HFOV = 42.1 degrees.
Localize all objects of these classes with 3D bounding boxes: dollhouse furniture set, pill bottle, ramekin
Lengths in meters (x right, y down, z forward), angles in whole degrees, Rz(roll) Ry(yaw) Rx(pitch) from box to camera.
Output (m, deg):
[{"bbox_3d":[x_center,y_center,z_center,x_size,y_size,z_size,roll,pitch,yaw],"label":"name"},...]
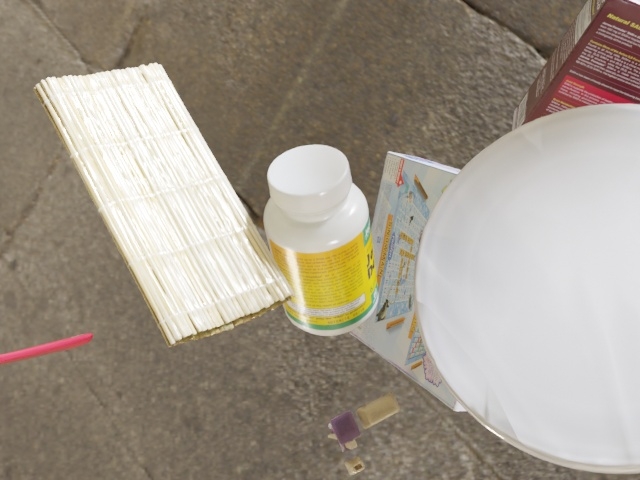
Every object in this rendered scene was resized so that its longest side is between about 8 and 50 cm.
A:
[{"bbox_3d":[0.069,0.288,1.269,0.091,0.114,0.081,66,162,0],"label":"dollhouse furniture set"},{"bbox_3d":[0.000,0.000,0.939,0.118,0.208,0.117,-6,42,5],"label":"pill bottle"},{"bbox_3d":[0.219,0.043,0.632,0.273,0.127,0.272,-8,69,22],"label":"ramekin"}]

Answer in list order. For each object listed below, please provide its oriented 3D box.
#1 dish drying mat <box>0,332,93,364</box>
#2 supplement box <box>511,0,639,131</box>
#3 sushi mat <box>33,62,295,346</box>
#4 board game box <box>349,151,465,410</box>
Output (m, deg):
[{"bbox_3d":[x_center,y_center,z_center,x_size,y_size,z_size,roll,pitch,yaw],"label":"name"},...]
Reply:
[{"bbox_3d":[-0.197,0.076,0.565,0.032,0.083,0.008,-19,83,38],"label":"dish drying mat"},{"bbox_3d":[0.335,-0.189,0.981,0.239,0.130,0.073,117,174,-51],"label":"supplement box"},{"bbox_3d":[-0.160,-0.048,0.864,0.316,0.151,0.019,59,141,13],"label":"sushi mat"},{"bbox_3d":[0.172,0.047,1.260,0.318,0.066,0.318,31,113,60],"label":"board game box"}]
